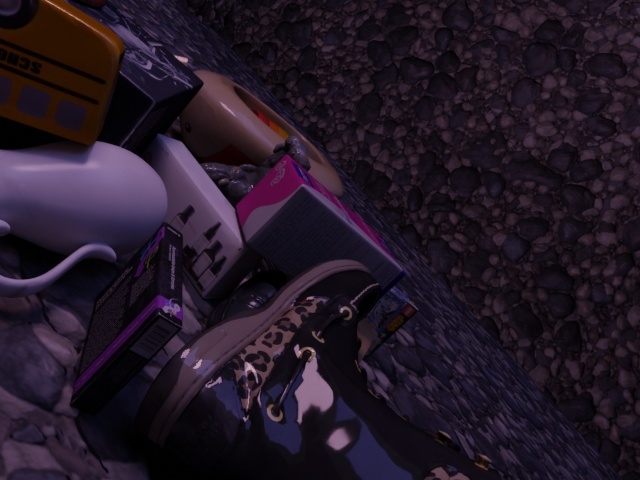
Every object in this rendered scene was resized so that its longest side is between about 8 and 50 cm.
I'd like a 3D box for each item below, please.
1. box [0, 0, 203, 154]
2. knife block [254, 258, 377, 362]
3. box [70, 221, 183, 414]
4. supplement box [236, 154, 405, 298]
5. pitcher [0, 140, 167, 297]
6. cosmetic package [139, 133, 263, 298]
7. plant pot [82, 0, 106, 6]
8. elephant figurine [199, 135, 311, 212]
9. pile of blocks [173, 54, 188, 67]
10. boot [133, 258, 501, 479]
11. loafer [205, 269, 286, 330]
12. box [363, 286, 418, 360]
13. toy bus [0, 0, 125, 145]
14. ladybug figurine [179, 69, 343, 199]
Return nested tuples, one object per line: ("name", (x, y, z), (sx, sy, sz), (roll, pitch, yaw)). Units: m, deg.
("box", (-0.368, -0.252, 0.778), (0.343, 0.179, 0.312), (40, 13, -14))
("knife block", (-0.034, 0.099, 0.878), (0.242, 0.088, 0.276), (45, 14, 6))
("box", (-0.173, 0.064, 0.536), (0.029, 0.116, 0.162), (38, 15, -29))
("supplement box", (0.000, 0.000, 0.823), (0.220, 0.114, 0.111), (37, 14, -31))
("pitcher", (-0.255, -0.023, 0.582), (0.207, 0.125, 0.177), (4, 55, -53))
("cosmetic package", (-0.185, -0.037, 0.829), (0.239, 0.099, 0.060), (49, 14, 23))
("plant pot", (-0.310, -0.486, 0.703), (0.272, 0.265, 0.272), (39, 14, -12))
("elephant figurine", (-0.131, -0.089, 1.074), (0.169, 0.239, 0.186), (-152, -139, -85))
("pile of blocks", (-0.410, -0.320, 1.067), (0.362, 0.149, 0.112), (15, 74, -46))
("boot", (0.039, 0.168, 0.591), (0.284, 0.138, 0.377), (37, 25, 17))
("loafer", (-0.090, 0.089, 0.766), (0.076, 0.078, 0.223), (42, 14, -4))
("box", (0.090, 0.135, 1.014), (0.094, 0.137, 0.027), (41, 15, -15))
("toy bus", (-0.354, -0.209, 0.526), (0.333, 0.130, 0.108), (18, 16, -21))
("ladybug figurine", (-0.132, -0.189, 1.284), (0.449, 0.162, 0.305), (34, 17, -32))
